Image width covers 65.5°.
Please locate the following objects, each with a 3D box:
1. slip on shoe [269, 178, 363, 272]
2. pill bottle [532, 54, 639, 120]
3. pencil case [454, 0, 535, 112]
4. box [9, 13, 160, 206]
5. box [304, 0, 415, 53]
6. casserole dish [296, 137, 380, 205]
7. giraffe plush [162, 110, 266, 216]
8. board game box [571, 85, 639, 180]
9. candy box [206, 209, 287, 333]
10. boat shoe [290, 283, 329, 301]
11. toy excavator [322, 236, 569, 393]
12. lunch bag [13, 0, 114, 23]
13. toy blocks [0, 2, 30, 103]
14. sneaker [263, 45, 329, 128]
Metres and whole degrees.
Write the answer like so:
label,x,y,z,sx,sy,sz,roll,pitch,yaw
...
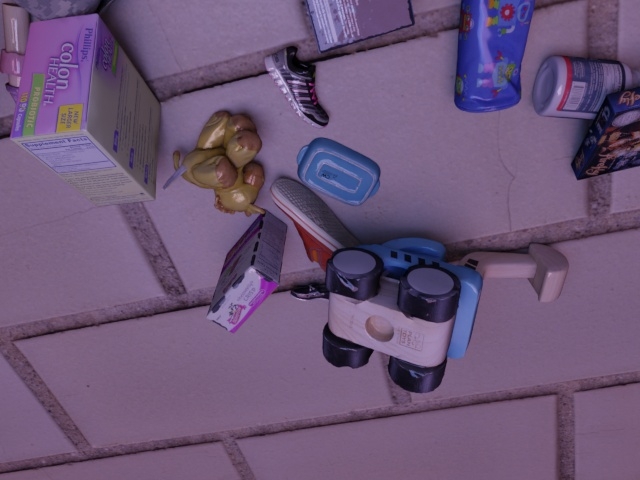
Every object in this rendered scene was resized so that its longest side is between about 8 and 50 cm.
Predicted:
label,x,y,z,sx,sy,sz,roll,pitch,yaw
slip on shoe,0.000,0.000,1.081,0.101,0.123,0.331,-32,120,23
pill bottle,0.496,-0.274,0.907,0.179,0.108,0.108,4,121,-2
pencil case,0.301,-0.375,0.845,0.133,0.119,0.307,-7,121,-7
box,-0.379,-0.206,0.847,0.117,0.214,0.243,-5,160,4
box,0.062,-0.387,0.821,0.158,0.156,0.093,-13,119,9
casserole dish,0.038,-0.137,1.041,0.188,0.037,0.114,24,118,-12
giraffe plush,-0.178,-0.126,0.994,0.210,0.181,0.170,-37,136,9
board game box,0.576,-0.199,0.906,0.164,0.042,0.243,-13,158,9
candy box,-0.148,0.058,1.046,0.071,0.233,0.159,35,116,-17
boat shoe,-0.009,0.122,1.189,0.125,0.046,0.038,7,121,-6
toy excavator,0.265,0.090,1.029,0.432,0.445,0.223,15,123,23
lunch bag,-0.378,-0.483,0.745,0.305,0.213,0.256,-29,137,18
toy blocks,-0.677,-0.273,0.830,0.308,0.289,0.260,9,117,-7
sneaker,-0.029,-0.290,0.934,0.074,0.063,0.170,-31,111,25
